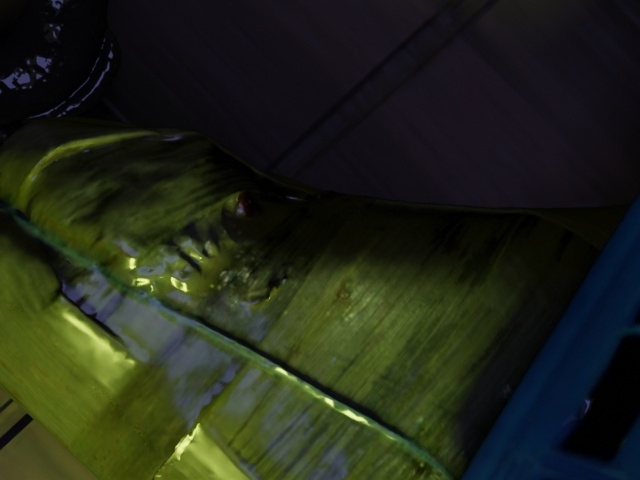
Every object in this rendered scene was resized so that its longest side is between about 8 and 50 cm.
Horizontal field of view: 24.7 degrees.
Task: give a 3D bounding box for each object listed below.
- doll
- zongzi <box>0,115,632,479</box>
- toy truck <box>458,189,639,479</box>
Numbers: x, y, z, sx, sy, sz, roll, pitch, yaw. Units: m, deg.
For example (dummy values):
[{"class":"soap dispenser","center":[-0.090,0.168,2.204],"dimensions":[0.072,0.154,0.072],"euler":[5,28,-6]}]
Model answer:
[{"class":"doll","center":[-0.146,-0.119,0.652],"dimensions":[0.139,0.057,0.165],"euler":[29,80,-8]},{"class":"zongzi","center":[0.000,0.000,0.623],"dimensions":[0.251,0.125,0.274],"euler":[45,71,-9]},{"class":"toy truck","center":[0.207,0.039,0.602],"dimensions":[0.385,0.162,0.161],"euler":[-54,137,-24]}]
